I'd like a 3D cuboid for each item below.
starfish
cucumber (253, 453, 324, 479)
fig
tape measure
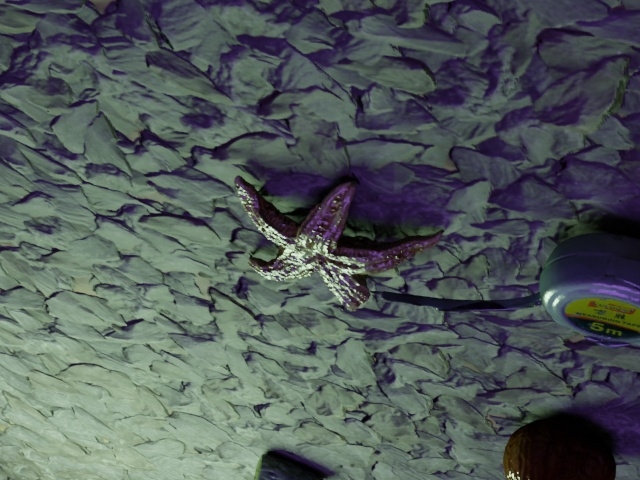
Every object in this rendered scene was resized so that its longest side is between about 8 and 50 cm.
[{"bbox_3d":[0.000,0.000,1.606,0.277,0.062,0.236,-4,138,41],"label":"starfish"},{"bbox_3d":[-0.048,0.374,2.242,0.112,0.064,0.064,21,151,-9],"label":"cucumber"},{"bbox_3d":[0.288,0.332,1.841,0.146,0.201,0.134,25,160,2],"label":"fig"},{"bbox_3d":[0.220,0.036,1.488,0.330,0.084,0.164,12,148,10],"label":"tape measure"}]
